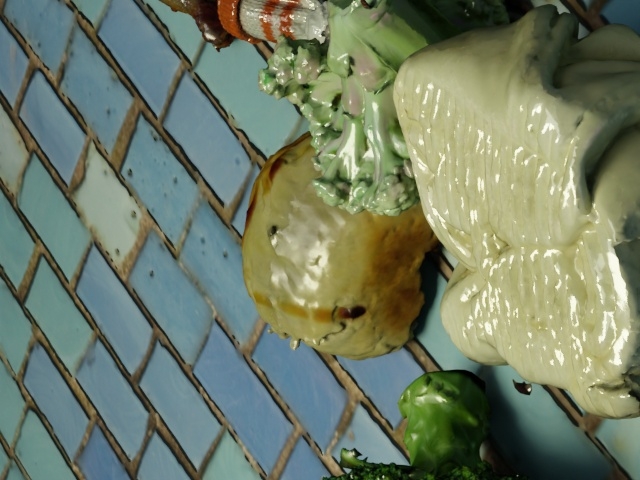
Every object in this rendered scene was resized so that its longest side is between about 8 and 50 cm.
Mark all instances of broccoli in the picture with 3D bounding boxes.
[{"bbox_3d":[0.109,0.273,1.698,0.297,0.297,0.297,-53,32,42],"label":"broccoli"}]

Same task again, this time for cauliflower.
[{"bbox_3d":[0.066,-0.169,1.654,0.239,0.256,0.315,55,179,36],"label":"cauliflower"}]

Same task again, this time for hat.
[{"bbox_3d":[-0.032,-0.252,1.927,0.162,0.093,0.112,22,125,28],"label":"hat"}]

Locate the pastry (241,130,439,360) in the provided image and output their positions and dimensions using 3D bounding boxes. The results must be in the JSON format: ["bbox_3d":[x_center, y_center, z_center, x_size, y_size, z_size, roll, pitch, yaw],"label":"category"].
[{"bbox_3d":[-0.002,-0.009,1.852,0.236,0.170,0.256,37,121,41],"label":"pastry"}]

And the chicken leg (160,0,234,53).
[{"bbox_3d":[-0.171,-0.383,2.071,0.177,0.083,0.323,3,96,36],"label":"chicken leg"}]

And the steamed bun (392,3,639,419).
[{"bbox_3d":[0.245,-0.027,1.493,0.394,0.237,0.347,60,154,24],"label":"steamed bun"}]
